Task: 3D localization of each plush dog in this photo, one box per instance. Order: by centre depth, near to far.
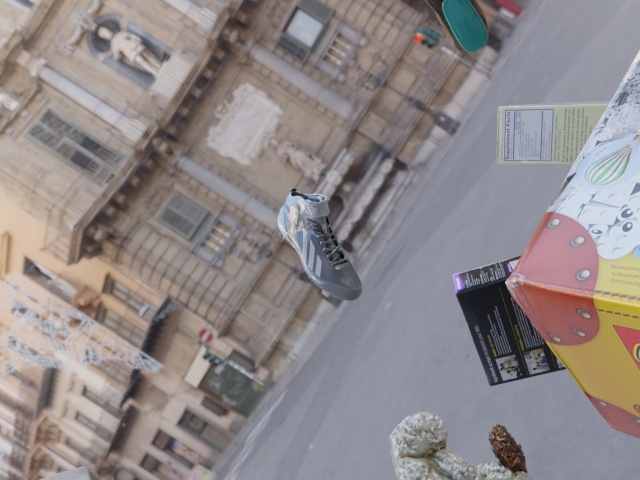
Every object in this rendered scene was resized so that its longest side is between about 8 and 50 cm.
[{"bbox_3d":[0.241,0.421,1.007,0.210,0.225,0.262,-126,33,-76],"label":"plush dog"}]

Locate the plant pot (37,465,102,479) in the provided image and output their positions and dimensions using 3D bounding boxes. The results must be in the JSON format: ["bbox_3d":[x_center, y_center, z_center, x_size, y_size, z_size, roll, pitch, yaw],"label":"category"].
[{"bbox_3d":[-0.321,0.388,0.637,0.280,0.323,0.323,-31,-10,-21],"label":"plant pot"}]

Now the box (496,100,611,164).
[{"bbox_3d":[0.504,-0.221,1.289,0.213,0.243,0.117,-26,-62,-60],"label":"box"}]

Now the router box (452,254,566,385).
[{"bbox_3d":[0.265,0.106,0.839,0.133,0.179,0.046,-17,30,14],"label":"router box"}]

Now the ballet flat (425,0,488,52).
[{"bbox_3d":[0.266,-0.564,1.375,0.116,0.342,0.124,-34,39,12],"label":"ballet flat"}]

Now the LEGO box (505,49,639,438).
[{"bbox_3d":[0.410,-0.035,0.289,0.500,0.193,0.372,8,57,53],"label":"LEGO box"}]

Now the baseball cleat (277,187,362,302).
[{"bbox_3d":[0.000,0.000,0.992,0.072,0.206,0.109,-22,-34,-37],"label":"baseball cleat"}]
